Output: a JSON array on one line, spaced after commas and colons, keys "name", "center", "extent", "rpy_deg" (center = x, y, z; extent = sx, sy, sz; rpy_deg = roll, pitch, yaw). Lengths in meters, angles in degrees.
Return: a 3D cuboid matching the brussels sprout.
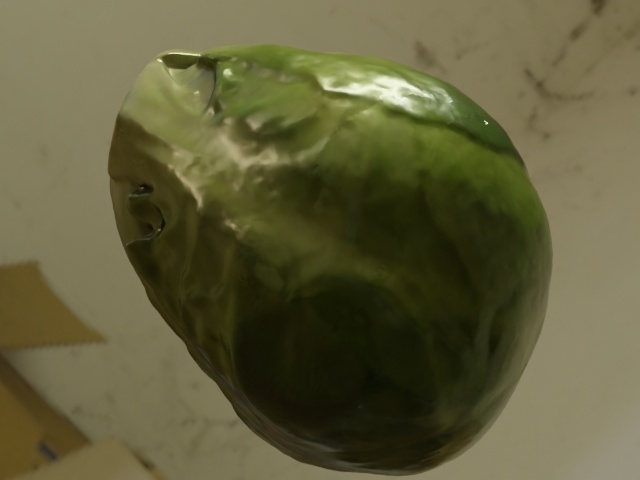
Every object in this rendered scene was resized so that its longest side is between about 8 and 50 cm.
[{"name": "brussels sprout", "center": [0.000, 0.000, 0.886], "extent": [0.271, 0.210, 0.219], "rpy_deg": [34, -20, 10]}]
